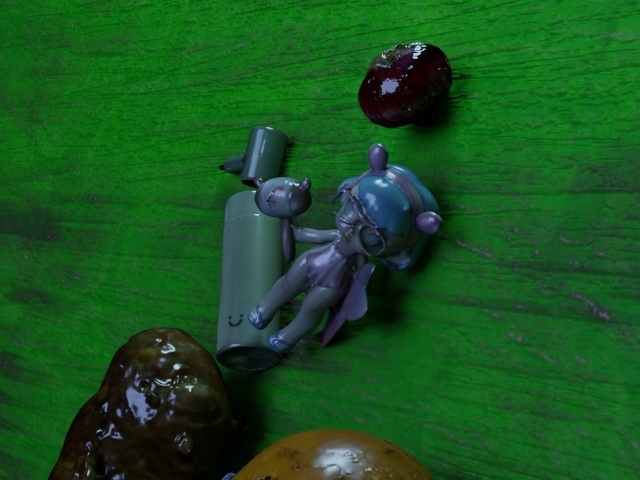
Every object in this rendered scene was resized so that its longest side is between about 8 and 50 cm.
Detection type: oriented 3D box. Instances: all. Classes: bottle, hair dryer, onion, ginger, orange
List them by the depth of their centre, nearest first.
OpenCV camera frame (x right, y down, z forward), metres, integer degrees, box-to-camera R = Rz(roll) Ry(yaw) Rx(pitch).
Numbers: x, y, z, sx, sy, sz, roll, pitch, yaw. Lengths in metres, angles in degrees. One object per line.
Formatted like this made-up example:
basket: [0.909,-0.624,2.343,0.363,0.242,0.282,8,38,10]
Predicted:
orange: [0.010,0.282,1.193,0.240,0.240,0.240,-30,48,40]
onion: [0.092,-0.161,1.462,0.107,0.097,0.107,-32,8,5]
ginger: [-0.207,0.284,1.511,0.254,0.176,0.418,-28,43,61]
bottle: [-0.080,0.045,1.581,0.072,0.072,0.201,-29,49,41]
hair dryer: [-0.096,-0.097,1.717,0.150,0.047,0.071,-5,68,59]

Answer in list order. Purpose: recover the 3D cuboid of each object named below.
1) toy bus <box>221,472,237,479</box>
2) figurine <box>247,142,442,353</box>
toy bus: [-0.063,0.315,1.398,0.073,0.076,0.167,-56,38,16]
figurine: [0.011,0.004,1.446,0.260,0.103,0.205,-48,64,31]
